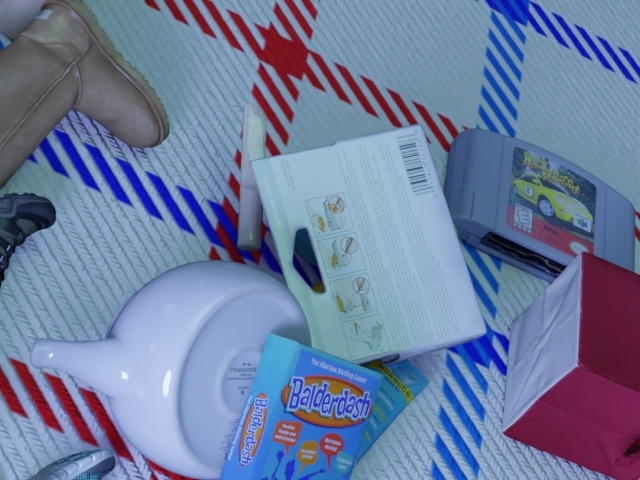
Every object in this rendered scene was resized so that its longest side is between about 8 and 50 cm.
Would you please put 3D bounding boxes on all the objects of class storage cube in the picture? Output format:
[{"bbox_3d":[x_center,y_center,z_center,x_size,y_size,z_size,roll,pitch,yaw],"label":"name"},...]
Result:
[{"bbox_3d":[0.360,0.161,2.136,0.193,0.183,0.215,22,49,-15],"label":"storage cube"}]

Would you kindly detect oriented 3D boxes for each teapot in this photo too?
[{"bbox_3d":[-0.142,0.128,1.841,0.252,0.187,0.256,-51,133,-25],"label":"teapot"}]

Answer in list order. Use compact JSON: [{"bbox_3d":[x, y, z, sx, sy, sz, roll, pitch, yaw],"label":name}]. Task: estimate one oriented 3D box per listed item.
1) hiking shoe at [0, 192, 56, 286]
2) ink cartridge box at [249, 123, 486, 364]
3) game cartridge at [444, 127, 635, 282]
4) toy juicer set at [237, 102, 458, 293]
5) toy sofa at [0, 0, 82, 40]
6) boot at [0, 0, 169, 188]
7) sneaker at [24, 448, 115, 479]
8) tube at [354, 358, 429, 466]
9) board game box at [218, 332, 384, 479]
[{"bbox_3d":[-0.375,0.027,1.850,0.227,0.086,0.114,-26,87,-36],"label":"hiking shoe"},{"bbox_3d":[0.051,0.015,2.043,0.239,0.060,0.275,-13,81,-23],"label":"ink cartridge box"},{"bbox_3d":[0.308,-0.038,2.347,0.294,0.060,0.196,24,44,-16],"label":"game cartridge"},{"bbox_3d":[0.000,0.000,2.108,0.329,0.089,0.209,29,64,-15],"label":"toy juicer set"},{"bbox_3d":[-0.334,-0.419,2.153,0.177,0.150,0.362,31,46,-11],"label":"toy sofa"},{"bbox_3d":[-0.327,-0.128,1.981,0.236,0.089,0.269,52,55,-21],"label":"boot"},{"bbox_3d":[-0.262,0.267,1.742,0.166,0.065,0.076,-28,103,-59],"label":"sneaker"},{"bbox_3d":[0.062,0.196,2.018,0.080,0.052,0.207,50,39,-6],"label":"tube"},{"bbox_3d":[-0.025,0.220,1.820,0.160,0.047,0.210,23,83,-48],"label":"board game box"}]
